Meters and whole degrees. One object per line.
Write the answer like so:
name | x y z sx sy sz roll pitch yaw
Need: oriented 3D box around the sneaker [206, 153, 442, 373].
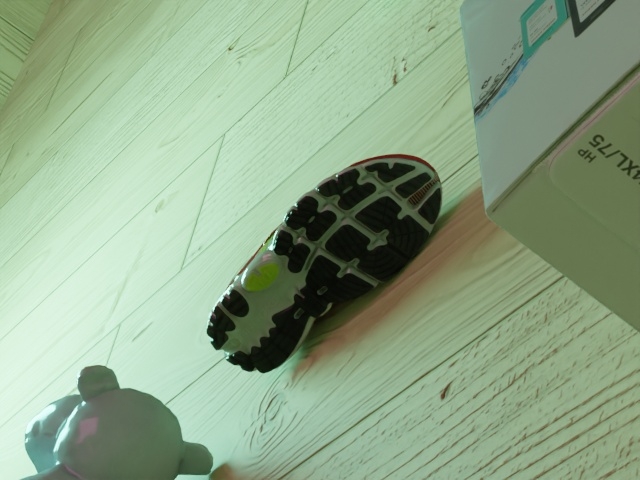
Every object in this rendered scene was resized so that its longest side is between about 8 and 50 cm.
sneaker | 0.000 0.000 1.684 0.279 0.107 0.118 -39 15 32

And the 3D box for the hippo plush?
hippo plush | -0.240 0.220 1.671 0.294 0.234 0.236 -18 41 61

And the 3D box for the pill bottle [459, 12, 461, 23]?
pill bottle | 0.213 -0.230 1.534 0.215 0.117 0.117 -46 21 25

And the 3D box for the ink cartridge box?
ink cartridge box | 0.225 -0.091 1.154 0.197 0.198 0.270 -45 22 24
